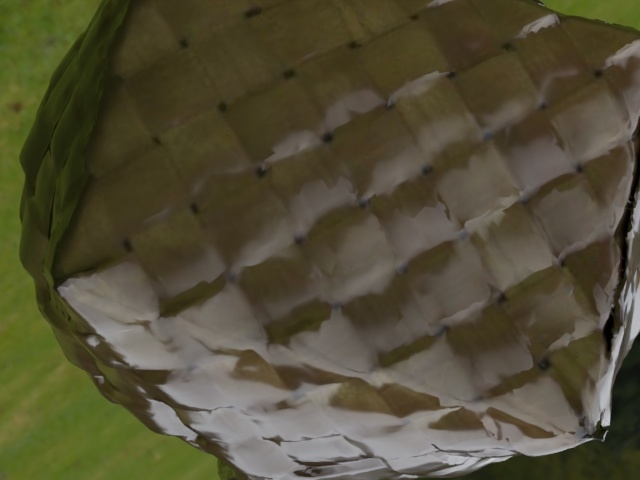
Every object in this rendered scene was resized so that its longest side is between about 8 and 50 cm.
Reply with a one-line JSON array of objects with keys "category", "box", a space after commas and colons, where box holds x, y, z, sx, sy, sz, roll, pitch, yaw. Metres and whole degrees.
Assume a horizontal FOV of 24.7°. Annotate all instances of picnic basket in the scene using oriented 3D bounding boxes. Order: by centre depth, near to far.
[{"category": "picnic basket", "box": [0.000, 0.000, 0.816, 0.337, 0.337, 0.293, 103, 1, -70]}]
